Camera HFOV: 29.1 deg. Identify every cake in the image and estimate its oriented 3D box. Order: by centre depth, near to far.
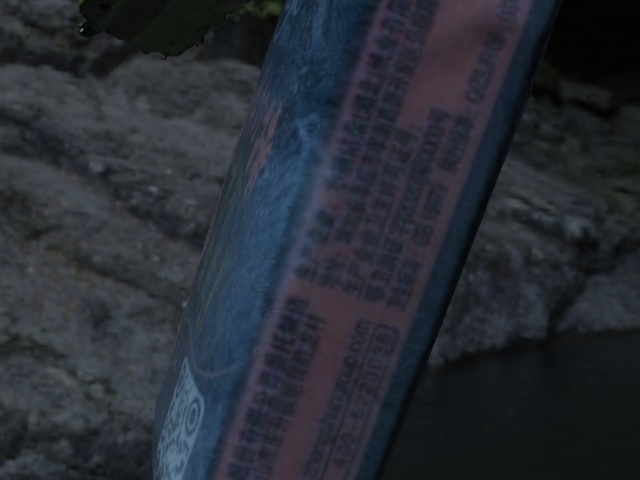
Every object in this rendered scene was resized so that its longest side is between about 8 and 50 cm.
[{"bbox_3d":[-0.071,-0.215,0.821,0.100,0.099,0.235,20,-33,-31],"label":"cake"}]

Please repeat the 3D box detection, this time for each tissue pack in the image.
[{"bbox_3d":[0.000,0.000,0.618,0.103,0.315,0.228,17,10,-12],"label":"tissue pack"}]
